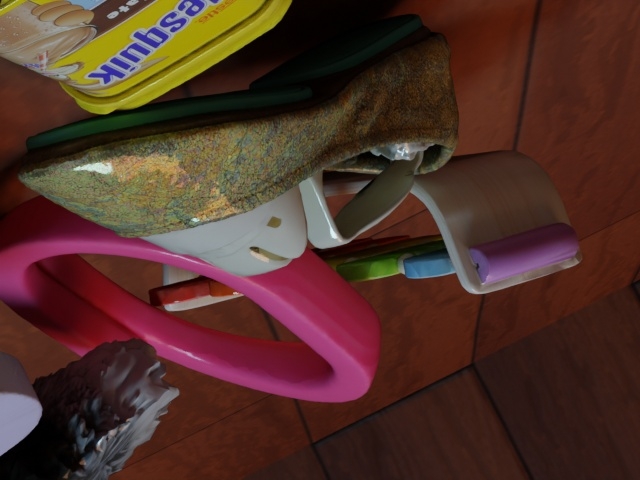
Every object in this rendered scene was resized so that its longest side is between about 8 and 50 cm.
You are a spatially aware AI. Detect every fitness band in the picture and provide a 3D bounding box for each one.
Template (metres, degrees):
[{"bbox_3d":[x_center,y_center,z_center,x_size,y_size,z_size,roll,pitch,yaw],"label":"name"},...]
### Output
[{"bbox_3d":[-0.083,0.040,1.234,0.209,0.054,0.291,1,157,30],"label":"fitness band"}]

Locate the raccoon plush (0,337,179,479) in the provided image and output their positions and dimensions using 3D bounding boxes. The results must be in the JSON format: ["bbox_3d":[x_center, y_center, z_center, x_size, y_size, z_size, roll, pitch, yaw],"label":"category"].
[{"bbox_3d":[-0.344,0.163,1.222,0.446,0.299,0.216,-42,165,-28],"label":"raccoon plush"}]

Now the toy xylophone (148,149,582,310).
[{"bbox_3d":[0.000,0.000,1.324,0.236,0.081,0.322,-13,-175,-35],"label":"toy xylophone"}]

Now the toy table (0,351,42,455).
[{"bbox_3d":[-0.263,0.050,1.000,0.252,0.161,0.274,-28,167,2],"label":"toy table"}]

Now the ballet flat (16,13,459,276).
[{"bbox_3d":[-0.024,-0.043,1.082,0.123,0.123,0.348,-37,174,35],"label":"ballet flat"}]

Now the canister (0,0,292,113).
[{"bbox_3d":[-0.096,-0.122,0.866,0.126,0.073,0.170,-29,165,14],"label":"canister"}]
